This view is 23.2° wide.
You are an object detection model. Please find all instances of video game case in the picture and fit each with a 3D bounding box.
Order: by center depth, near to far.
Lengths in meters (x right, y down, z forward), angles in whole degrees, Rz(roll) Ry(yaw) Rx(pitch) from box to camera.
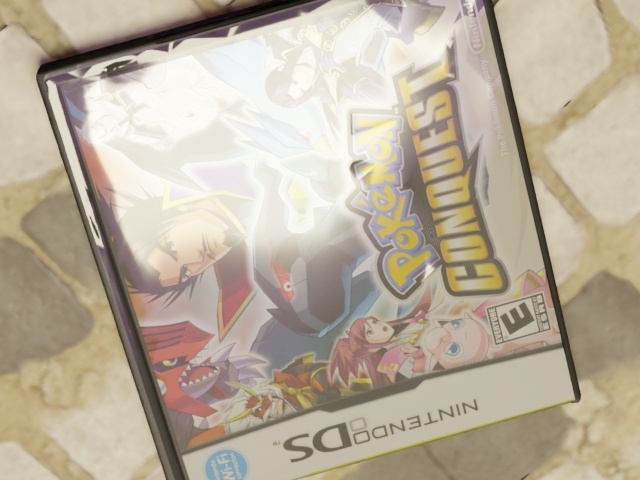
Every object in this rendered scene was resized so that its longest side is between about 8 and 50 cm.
[{"bbox_3d":[0.000,0.000,0.882,0.248,0.035,0.274,-16,109,-1],"label":"video game case"}]
